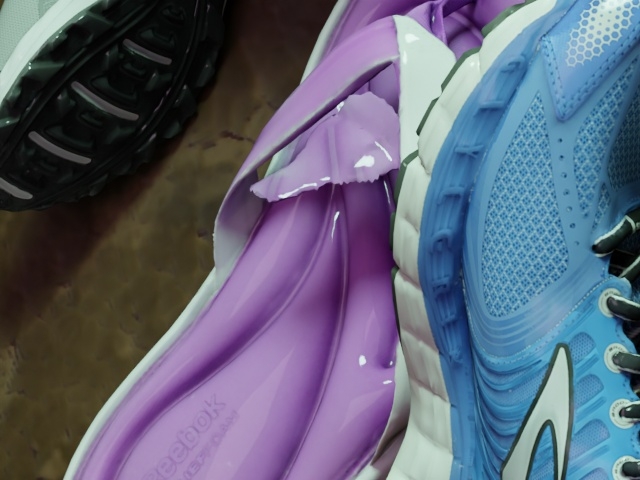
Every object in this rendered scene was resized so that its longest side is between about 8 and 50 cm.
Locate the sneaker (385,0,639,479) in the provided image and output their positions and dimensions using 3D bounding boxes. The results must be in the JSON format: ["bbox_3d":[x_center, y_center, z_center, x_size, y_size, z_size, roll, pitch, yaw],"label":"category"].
[{"bbox_3d":[0.109,0.058,0.714,0.147,0.130,0.330,22,116,39],"label":"sneaker"}]

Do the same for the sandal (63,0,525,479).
[{"bbox_3d":[0.012,0.007,0.826,0.169,0.102,0.416,33,98,28],"label":"sandal"}]

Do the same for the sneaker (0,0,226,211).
[{"bbox_3d":[-0.097,-0.136,0.923,0.108,0.100,0.271,31,91,39],"label":"sneaker"}]
